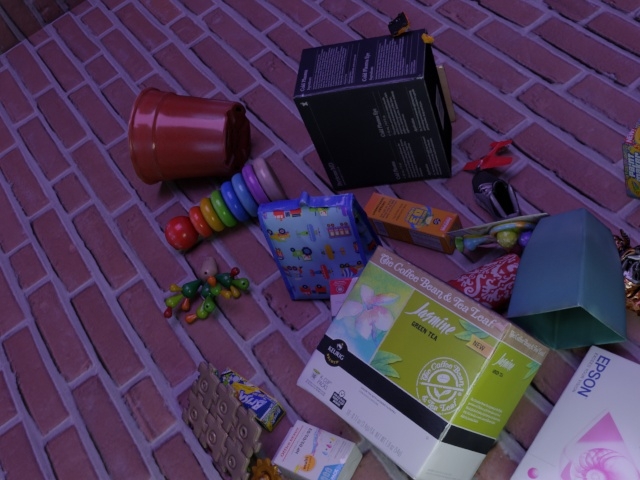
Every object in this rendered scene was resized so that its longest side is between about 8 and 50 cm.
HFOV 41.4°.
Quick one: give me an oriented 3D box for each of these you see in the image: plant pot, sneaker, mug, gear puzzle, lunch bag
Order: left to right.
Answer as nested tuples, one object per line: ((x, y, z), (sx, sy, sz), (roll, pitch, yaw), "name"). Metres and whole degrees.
((-0.348, -0.283, 2.336), (0.264, 0.272, 0.273), (4, 54, 16), "plant pot")
((-0.172, 0.404, 1.768), (0.339, 0.044, 0.176), (40, 118, 40), "gear puzzle")
((0.000, 0.000, 1.911), (0.220, 0.293, 0.138), (-3, 52, 20), "lunch bag")
((0.364, 0.120, 1.804), (0.169, 0.113, 0.150), (-28, 89, -6), "mug")
((0.407, -0.112, 1.941), (0.086, 0.132, 0.229), (-26, 47, 1), "sneaker")
((0.490, 0.068, 1.661), (0.165, 0.165, 0.234), (-17, 51, 46), "plant pot")

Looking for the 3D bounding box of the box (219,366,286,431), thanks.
((-0.158, 0.347, 1.853), (0.168, 0.054, 0.059), (26, 66, 37), "box")

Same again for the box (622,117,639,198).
((0.845, -0.208, 1.807), (0.279, 0.177, 0.290), (24, 65, 37), "box")

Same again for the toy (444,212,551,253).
((0.402, -0.002, 1.827), (0.237, 0.136, 0.056), (-8, 73, 36), "toy")

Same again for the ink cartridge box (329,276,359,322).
((0.083, 0.158, 1.861), (0.109, 0.063, 0.151), (-7, 80, 18), "ink cartridge box")

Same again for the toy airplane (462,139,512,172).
((0.417, -0.205, 2.060), (0.151, 0.028, 0.151), (-24, 19, 9), "toy airplane")

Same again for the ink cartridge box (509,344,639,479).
((0.561, 0.384, 1.509), (0.330, 0.071, 0.324), (22, 63, 37), "ink cartridge box")

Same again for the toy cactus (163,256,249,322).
((-0.285, 0.105, 2.089), (0.218, 0.112, 0.181), (-24, 37, 14), "toy cactus")

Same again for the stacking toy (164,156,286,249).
((-0.260, -0.084, 2.212), (0.330, 0.141, 0.141), (-28, 47, 6), "stacking toy")

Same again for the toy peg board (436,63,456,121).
((0.259, -0.384, 2.224), (0.161, 0.161, 0.079), (-12, 33, 14), "toy peg board")

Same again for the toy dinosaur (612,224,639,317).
((0.640, 0.065, 1.718), (0.218, 0.164, 0.322), (-41, 65, 8), "toy dinosaur")

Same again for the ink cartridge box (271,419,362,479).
((-0.020, 0.436, 1.715), (0.181, 0.062, 0.104), (14, 59, 32), "ink cartridge box")

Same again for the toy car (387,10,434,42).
((0.208, -0.472, 1.938), (0.122, 0.040, 0.060), (52, 127, 26), "toy car")

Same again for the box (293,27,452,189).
((0.139, -0.311, 2.076), (0.312, 0.343, 0.179), (-6, 51, 17), "box")

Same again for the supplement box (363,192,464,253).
((0.216, -0.042, 2.002), (0.233, 0.080, 0.078), (17, 63, 31), "supplement box")

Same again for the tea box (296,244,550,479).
((0.193, 0.239, 1.618), (0.329, 0.220, 0.324), (31, 90, 38), "tea box")
